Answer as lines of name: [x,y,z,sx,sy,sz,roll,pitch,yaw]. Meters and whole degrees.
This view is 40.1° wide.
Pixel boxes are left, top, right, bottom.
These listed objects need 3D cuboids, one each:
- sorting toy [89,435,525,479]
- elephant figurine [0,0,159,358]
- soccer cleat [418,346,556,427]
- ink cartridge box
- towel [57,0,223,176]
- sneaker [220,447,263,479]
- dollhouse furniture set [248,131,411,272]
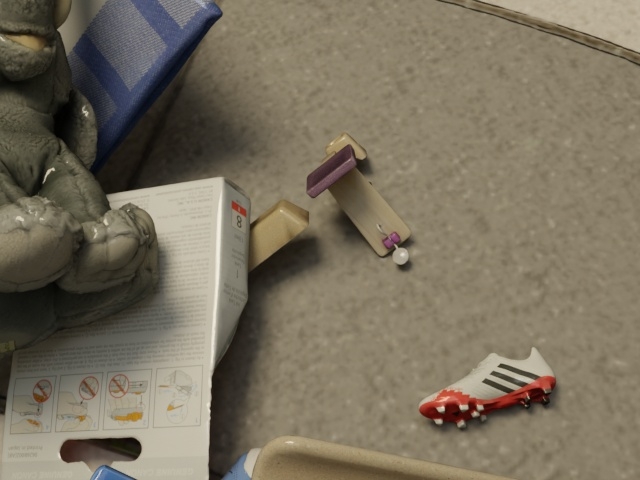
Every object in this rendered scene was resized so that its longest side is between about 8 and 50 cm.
sorting toy: [0.039,0.201,0.407,0.347,0.047,0.196,14,81,-12]
elephant figurine: [-0.188,-0.066,0.495,0.185,0.169,0.240,-21,71,-1]
soccer cleat: [0.096,0.085,0.515,0.083,0.029,0.036,-12,52,-4]
ink cartridge box: [-0.115,0.058,0.530,0.145,0.045,0.180,-7,72,21]
towel: [-0.206,-0.181,0.580,0.285,0.034,0.209,51,120,9]
sneaker: [-0.087,0.194,0.445,0.081,0.080,0.211,27,67,16]
dollhouse furniture set: [0.000,0.000,0.581,0.114,0.091,0.081,-37,105,11]
